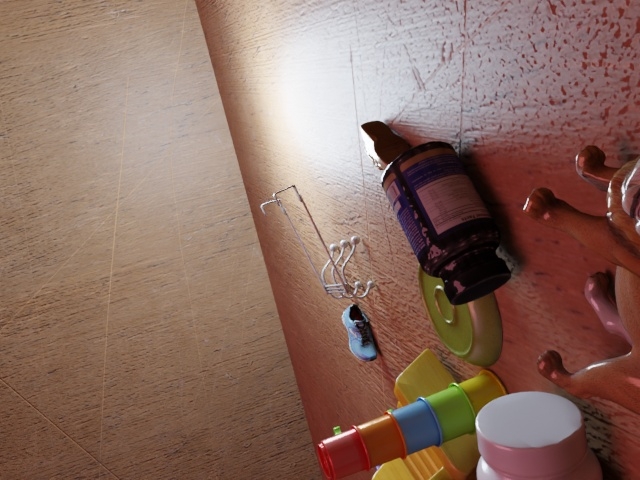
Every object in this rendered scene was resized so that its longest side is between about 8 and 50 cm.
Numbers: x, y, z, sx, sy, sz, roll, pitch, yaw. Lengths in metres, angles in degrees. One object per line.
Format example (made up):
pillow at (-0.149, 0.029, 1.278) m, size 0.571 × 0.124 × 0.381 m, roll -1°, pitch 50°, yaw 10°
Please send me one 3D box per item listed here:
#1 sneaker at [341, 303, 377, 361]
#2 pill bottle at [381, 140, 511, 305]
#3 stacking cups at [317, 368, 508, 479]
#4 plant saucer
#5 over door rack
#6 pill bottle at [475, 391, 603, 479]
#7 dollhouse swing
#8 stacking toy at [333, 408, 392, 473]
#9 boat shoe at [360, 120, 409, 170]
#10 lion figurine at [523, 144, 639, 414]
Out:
sneaker at (0.100, 0.235, 1.684) m, size 0.073 × 0.063 × 0.162 m, roll 102°, pitch 147°, yaw -56°
pill bottle at (0.183, -0.024, 0.951) m, size 0.123 × 0.122 × 0.219 m, roll 104°, pitch 146°, yaw -64°
stacking cups at (0.153, 0.308, 1.061) m, size 0.096 × 0.316 × 0.096 m, roll 162°, pitch 90°, yaw -74°
plant saucer at (0.225, 0.105, 1.119) m, size 0.241 × 0.037 × 0.241 m, roll 163°, pitch 90°, yaw -75°
over door rack at (0.000, 0.000, 1.634) m, size 0.324 × 0.108 × 0.239 m, roll 52°, pitch 166°, yaw -3°
pill bottle at (0.301, 0.361, 0.883) m, size 0.161 × 0.161 × 0.283 m, roll -149°, pitch 44°, yaw -69°
dollhouse swing at (0.127, 0.459, 1.243) m, size 0.315 × 0.304 × 0.347 m, roll 52°, pitch 148°, yaw 42°
stacking toy at (0.143, 0.564, 1.691) m, size 0.052 × 0.166 × 0.221 m, roll 155°, pitch 98°, yaw -75°
boat shoe at (0.118, -0.156, 1.176) m, size 0.170 × 0.062 × 0.059 m, roll -111°, pitch 9°, yaw -53°
lion figurine at (0.313, 0.058, 0.604) m, size 0.240 × 0.142 × 0.392 m, roll 39°, pitch 159°, yaw 52°
